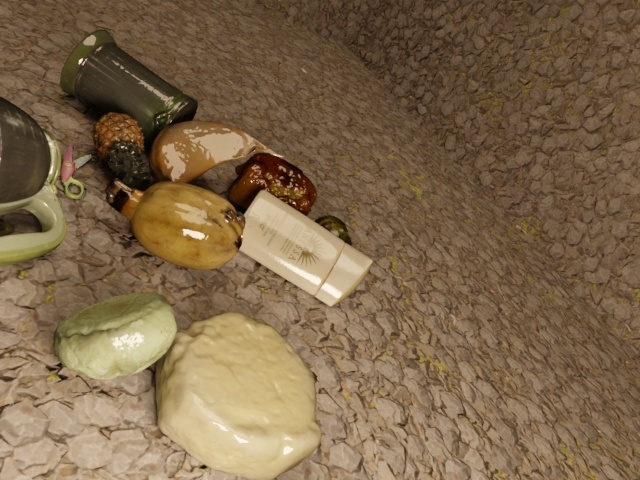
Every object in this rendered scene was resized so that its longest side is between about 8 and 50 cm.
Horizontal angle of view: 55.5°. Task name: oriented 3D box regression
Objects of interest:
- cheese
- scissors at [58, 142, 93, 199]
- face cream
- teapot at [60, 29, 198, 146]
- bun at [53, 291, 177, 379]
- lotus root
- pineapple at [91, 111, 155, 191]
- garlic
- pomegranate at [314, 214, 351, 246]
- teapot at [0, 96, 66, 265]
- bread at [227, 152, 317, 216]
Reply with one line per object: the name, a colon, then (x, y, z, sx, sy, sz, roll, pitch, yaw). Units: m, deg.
cheese: (-0.140, 0.273, 1.099, 0.326, 0.115, 0.318, 42, 29, 10)
scissors: (-0.580, -0.167, 1.399, 0.134, 0.020, 0.187, 29, 31, -17)
face cream: (-0.047, 0.028, 1.553, 0.349, 0.081, 0.173, 33, 67, -4)
teapot: (-0.496, -0.386, 1.667, 0.337, 0.200, 0.270, 36, 2, -2)
bun: (-0.338, 0.166, 1.018, 0.196, 0.118, 0.195, -9, 15, 2)
lotus root: (-0.322, -0.045, 1.333, 0.310, 0.182, 0.182, 22, 31, -18)
pineapple: (-0.467, -0.198, 1.458, 0.128, 0.128, 0.248, 7, 40, -40)
garlic: (-0.289, -0.216, 1.583, 0.339, 0.151, 0.196, -22, 55, -35)
pomegranate: (0.008, -0.007, 1.664, 0.163, 0.125, 0.138, 15, 45, -30)
teapot: (-0.587, -0.134, 1.129, 0.322, 0.239, 0.239, 40, 15, 20)
bread: (-0.127, -0.127, 1.698, 0.247, 0.135, 0.232, 28, 42, -17)
